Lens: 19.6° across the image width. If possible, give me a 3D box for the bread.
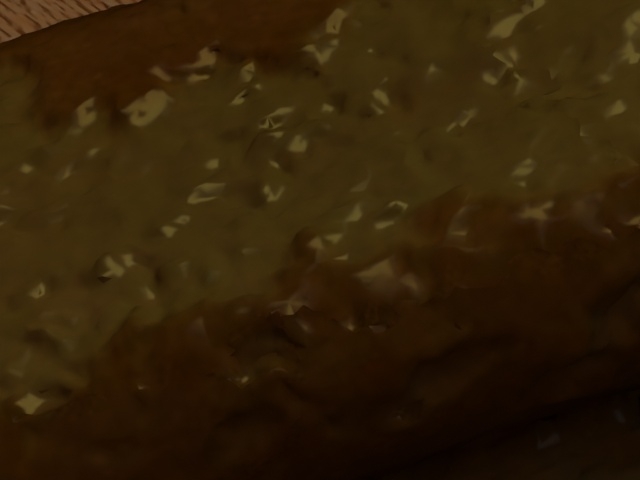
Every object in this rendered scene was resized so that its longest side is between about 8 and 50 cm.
[{"bbox_3d":[0.000,0.000,0.622,0.375,0.165,0.236,-20,43,1],"label":"bread"}]
